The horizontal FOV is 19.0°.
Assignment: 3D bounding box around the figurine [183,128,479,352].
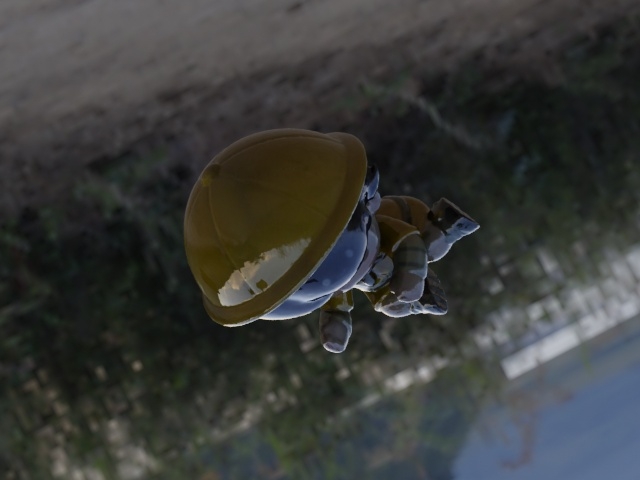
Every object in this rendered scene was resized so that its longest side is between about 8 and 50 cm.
[{"bbox_3d":[-0.003,-0.003,1.618,0.257,0.167,0.192,15,121,-51],"label":"figurine"}]
